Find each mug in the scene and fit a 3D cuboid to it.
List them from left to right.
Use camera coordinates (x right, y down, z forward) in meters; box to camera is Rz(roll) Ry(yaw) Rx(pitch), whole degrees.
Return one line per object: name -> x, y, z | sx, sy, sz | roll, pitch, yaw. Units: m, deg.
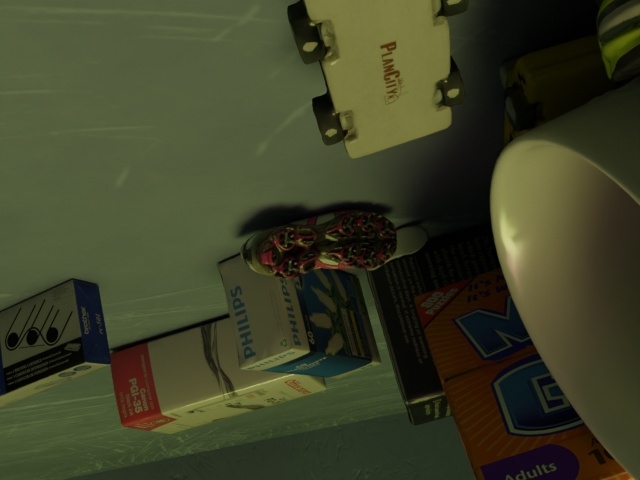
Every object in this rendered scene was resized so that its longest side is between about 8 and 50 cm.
mug -> 0.325, -0.027, 0.466 | 0.328, 0.276, 0.374 | -25, 160, -7

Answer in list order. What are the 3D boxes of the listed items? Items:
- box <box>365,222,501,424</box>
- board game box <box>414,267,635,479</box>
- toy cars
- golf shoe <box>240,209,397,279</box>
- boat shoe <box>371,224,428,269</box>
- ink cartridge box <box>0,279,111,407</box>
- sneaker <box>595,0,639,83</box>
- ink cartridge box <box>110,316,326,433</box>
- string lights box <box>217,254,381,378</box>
box -> 0.289, 0.108, 1.116 | 0.396, 0.211, 0.293 | -15, 160, 3
board game box -> 0.343, 0.226, 0.788 | 0.357, 0.356, 0.356 | -20, -157, 5
toy cars -> 0.111, -0.126, 0.555 | 0.394, 0.087, 0.176 | 8, 146, -41
golf shoe -> 0.000, 0.000, 0.852 | 0.186, 0.067, 0.086 | -5, -173, -31
boat shoe -> 0.098, 0.006, 0.975 | 0.100, 0.035, 0.035 | -33, -179, 31
ink cartridge box -> -0.340, 0.127, 0.872 | 0.207, 0.097, 0.046 | -23, 159, 20
sneaker -> 0.255, -0.190, 0.444 | 0.300, 0.121, 0.111 | -26, -175, -35
ink cartridge box -> -0.150, 0.204, 1.189 | 0.283, 0.117, 0.207 | -17, 160, 5
string lights box -> -0.019, 0.100, 0.982 | 0.077, 0.133, 0.260 | -23, 159, 21
